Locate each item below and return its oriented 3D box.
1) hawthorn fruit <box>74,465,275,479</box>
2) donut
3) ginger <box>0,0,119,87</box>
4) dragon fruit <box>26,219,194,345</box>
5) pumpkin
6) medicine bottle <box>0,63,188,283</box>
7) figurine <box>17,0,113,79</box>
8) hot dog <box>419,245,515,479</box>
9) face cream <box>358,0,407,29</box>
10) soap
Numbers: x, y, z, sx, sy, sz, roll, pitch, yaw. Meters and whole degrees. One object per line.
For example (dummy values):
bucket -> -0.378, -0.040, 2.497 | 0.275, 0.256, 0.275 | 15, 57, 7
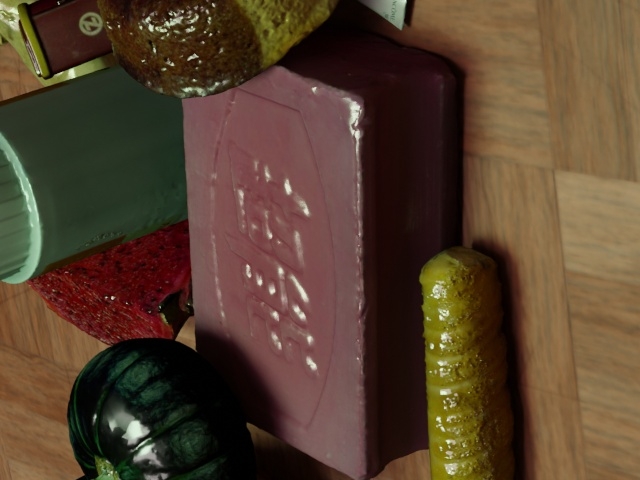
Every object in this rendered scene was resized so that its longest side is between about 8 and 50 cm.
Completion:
hawthorn fruit -> -0.147, 0.349, 1.863 | 0.316, 0.316, 0.316 | 27, 128, 42
donut -> -0.075, -0.205, 1.537 | 0.085, 0.217, 0.141 | 55, 178, -43
ginger -> -0.378, -0.286, 1.932 | 0.363, 0.122, 0.348 | 28, 152, 51
dragon fruit -> -0.176, 0.018, 1.895 | 0.274, 0.161, 0.126 | 21, 152, 36
pumpkin -> -0.144, 0.183, 1.692 | 0.202, 0.140, 0.202 | 36, 141, 36
medicine bottle -> -0.213, -0.066, 1.715 | 0.158, 0.318, 0.158 | 26, 126, 41
figurine -> -0.210, -0.222, 1.793 | 0.082, 0.154, 0.098 | -109, -5, -80
hot dog -> 0.126, 0.142, 1.598 | 0.068, 0.083, 0.289 | 9, 116, 29
face cream -> 0.032, -0.213, 1.580 | 0.115, 0.020, 0.038 | 35, 132, 33
soap -> 0.000, 0.000, 1.642 | 0.233, 0.128, 0.360 | 24, 125, 42
